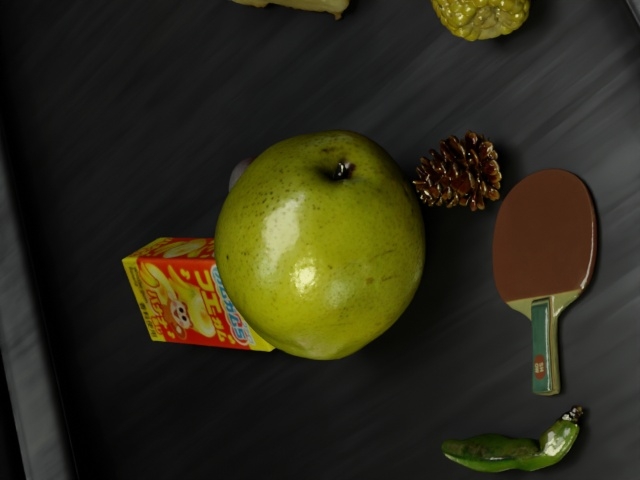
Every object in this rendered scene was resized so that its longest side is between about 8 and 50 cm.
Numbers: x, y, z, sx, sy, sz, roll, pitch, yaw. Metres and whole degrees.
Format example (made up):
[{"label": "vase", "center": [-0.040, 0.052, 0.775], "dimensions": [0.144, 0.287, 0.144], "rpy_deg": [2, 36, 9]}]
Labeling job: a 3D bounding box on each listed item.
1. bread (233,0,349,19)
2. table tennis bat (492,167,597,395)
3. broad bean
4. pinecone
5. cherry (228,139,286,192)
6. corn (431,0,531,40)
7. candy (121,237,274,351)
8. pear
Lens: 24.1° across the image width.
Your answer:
[{"label": "bread", "center": [-0.073, -0.486, 2.146], "dimensions": [0.279, 0.207, 0.279], "rpy_deg": [19, 93, 49]}, {"label": "table tennis bat", "center": [0.265, 0.047, 1.779], "dimensions": [0.154, 0.021, 0.274], "rpy_deg": [-14, 68, 45]}, {"label": "broad bean", "center": [0.225, 0.243, 1.751], "dimensions": [0.195, 0.046, 0.061], "rpy_deg": [-23, 52, 37]}, {"label": "pinecone", "center": [0.170, -0.080, 1.859], "dimensions": [0.109, 0.102, 0.102], "rpy_deg": [-22, 58, 3]}, {"label": "cherry", "center": [-0.050, -0.053, 2.081], "dimensions": [0.188, 0.115, 0.148], "rpy_deg": [10, 74, 44]}, {"label": "corn", "center": [0.181, -0.415, 1.914], "dimensions": [0.131, 0.131, 0.344], "rpy_deg": [-30, 57, 39]}, {"label": "candy", "center": [-0.152, 0.073, 2.131], "dimensions": [0.276, 0.088, 0.146], "rpy_deg": [2, 115, 46]}, {"label": "pear", "center": [0.000, 0.000, 1.891], "dimensions": [0.294, 0.294, 0.294], "rpy_deg": [-15, 69, 45]}]
